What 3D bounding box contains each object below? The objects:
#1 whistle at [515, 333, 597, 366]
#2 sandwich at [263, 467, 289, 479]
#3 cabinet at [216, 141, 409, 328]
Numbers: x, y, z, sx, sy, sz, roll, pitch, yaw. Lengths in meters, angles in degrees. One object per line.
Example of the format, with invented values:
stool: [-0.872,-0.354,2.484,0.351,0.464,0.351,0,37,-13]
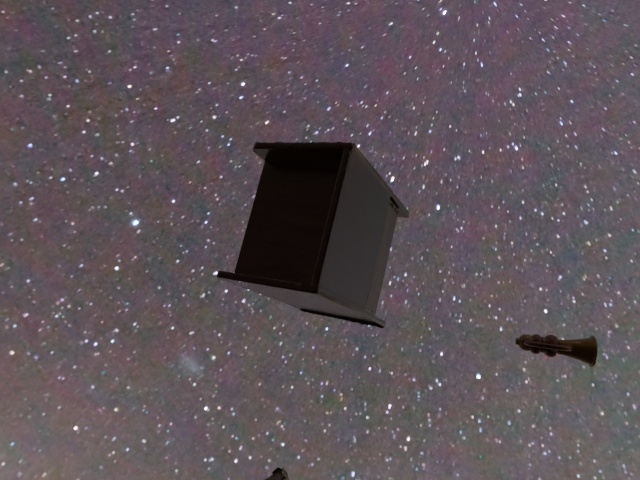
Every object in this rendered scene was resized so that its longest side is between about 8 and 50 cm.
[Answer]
whistle: [0.346,0.160,0.748,0.109,0.057,0.046,5,-68,7]
sandwich: [-0.002,0.349,0.398,0.063,0.245,0.212,-26,-70,4]
cabinet: [0.000,0.000,0.662,0.148,0.215,0.174,6,-105,30]
